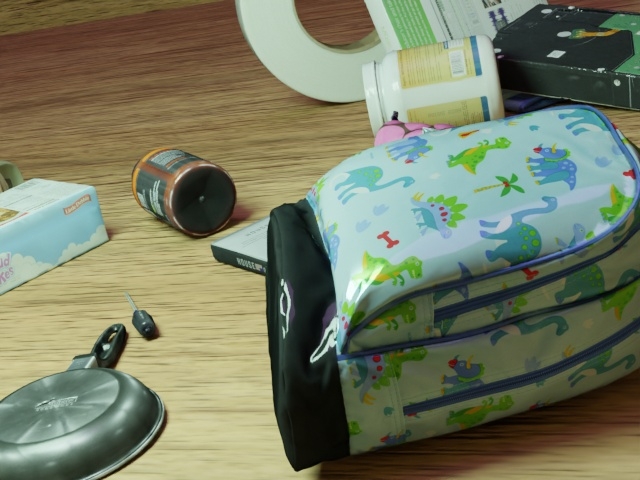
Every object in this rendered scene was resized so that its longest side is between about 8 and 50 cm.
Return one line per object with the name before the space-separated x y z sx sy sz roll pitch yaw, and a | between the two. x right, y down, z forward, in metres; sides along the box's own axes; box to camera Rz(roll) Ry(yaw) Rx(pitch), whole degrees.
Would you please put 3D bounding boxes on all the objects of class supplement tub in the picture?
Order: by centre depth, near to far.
supplement tub | -0.203 -0.075 1.686 0.106 0.106 0.198 -21 22 -23
supplement tub | 0.173 -0.229 1.815 0.200 0.144 0.144 -9 20 8

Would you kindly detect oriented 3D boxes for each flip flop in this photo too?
flip flop | -0.508 -0.060 1.845 0.080 0.112 0.277 -3 16 10

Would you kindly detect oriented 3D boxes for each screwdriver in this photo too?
screwdriver | -0.220 0.085 1.400 0.025 0.024 0.170 -47 21 -8

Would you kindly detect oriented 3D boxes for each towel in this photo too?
towel | 0.342 -0.273 1.997 0.209 0.034 0.285 -21 22 -19

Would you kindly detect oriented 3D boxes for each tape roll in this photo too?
tape roll | 0.043 -0.440 2.112 0.392 0.392 0.072 -15 20 -8

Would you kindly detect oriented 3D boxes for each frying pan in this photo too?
frying pan | -0.222 0.150 1.188 0.197 0.053 0.326 -1 26 28

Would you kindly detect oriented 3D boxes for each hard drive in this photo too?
hard drive | 0.431 -0.293 1.872 0.339 0.064 0.237 14 38 39

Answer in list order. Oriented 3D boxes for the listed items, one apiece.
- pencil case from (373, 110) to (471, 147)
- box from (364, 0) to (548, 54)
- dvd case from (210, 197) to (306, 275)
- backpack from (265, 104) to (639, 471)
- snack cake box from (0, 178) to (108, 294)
pencil case | 0.173 -0.124 1.623 0.209 0.095 0.098 11 15 43
box | 0.236 -0.414 2.051 0.322 0.232 0.058 -22 0 -25
dvd case | 0.000 0.000 1.473 0.179 0.029 0.239 -26 23 -31
backpack | 0.134 0.028 1.036 0.355 0.273 0.290 0 32 -5
snack cake box | -0.447 0.005 1.643 0.152 0.089 0.264 10 30 43
